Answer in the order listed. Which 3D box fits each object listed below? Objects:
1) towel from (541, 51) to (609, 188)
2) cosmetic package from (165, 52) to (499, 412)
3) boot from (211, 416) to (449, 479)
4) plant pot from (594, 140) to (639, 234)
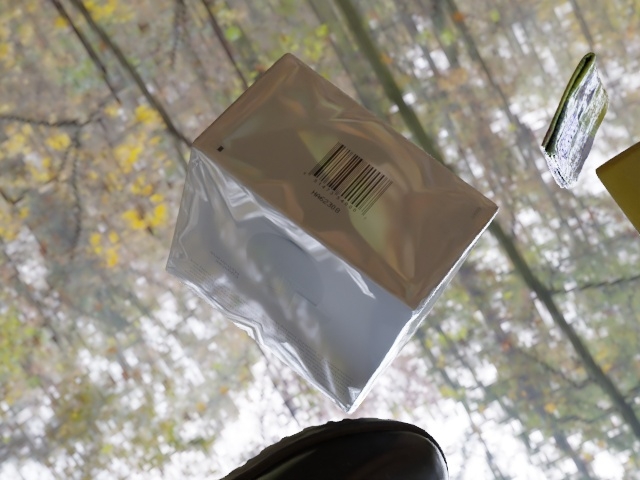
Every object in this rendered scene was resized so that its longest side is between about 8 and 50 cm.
[{"bbox_3d":[0.138,-0.063,0.647,0.009,0.083,0.060,23,-93,21],"label":"towel"},{"bbox_3d":[0.000,0.000,1.055,0.138,0.224,0.225,-48,171,-31],"label":"cosmetic package"},{"bbox_3d":[0.015,0.263,0.831,0.367,0.146,0.445,-18,-172,-19],"label":"boot"},{"bbox_3d":[0.517,-0.073,1.532,0.212,0.212,0.187,-12,153,-51],"label":"plant pot"}]
